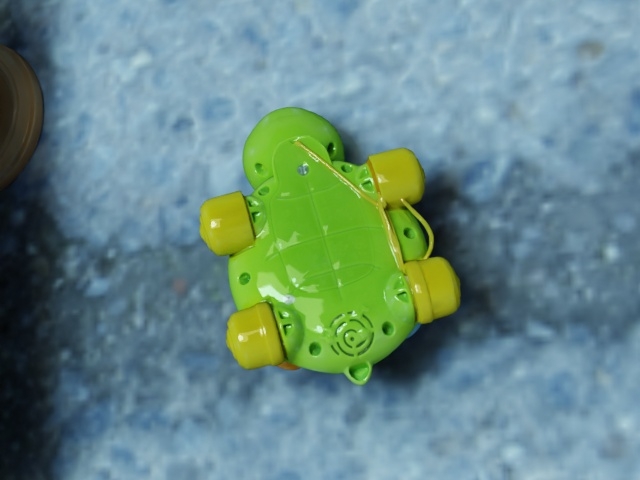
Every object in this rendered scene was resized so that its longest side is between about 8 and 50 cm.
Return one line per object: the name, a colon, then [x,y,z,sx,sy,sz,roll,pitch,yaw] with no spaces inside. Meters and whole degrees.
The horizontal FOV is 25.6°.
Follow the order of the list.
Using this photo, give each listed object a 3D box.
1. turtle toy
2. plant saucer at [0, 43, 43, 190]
turtle toy: [0.000,0.000,0.584,0.095,0.066,0.130,-15,70,-3]
plant saucer: [-0.177,-0.061,0.705,0.083,0.013,0.083,-5,78,24]
